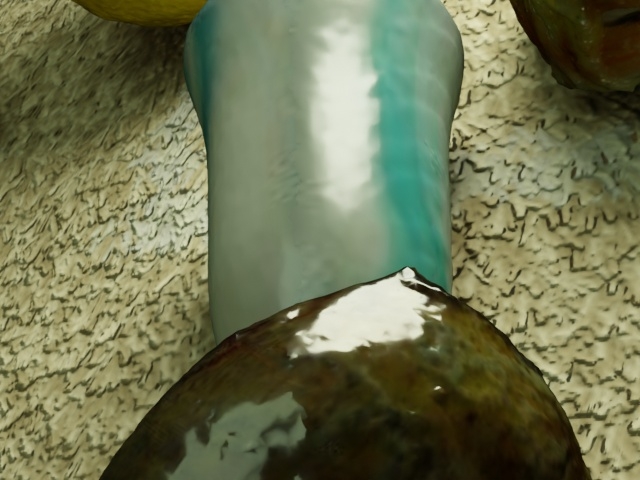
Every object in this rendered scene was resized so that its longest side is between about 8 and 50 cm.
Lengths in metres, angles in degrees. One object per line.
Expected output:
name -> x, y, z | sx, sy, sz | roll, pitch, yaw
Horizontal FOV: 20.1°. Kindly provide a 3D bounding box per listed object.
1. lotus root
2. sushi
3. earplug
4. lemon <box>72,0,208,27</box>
lotus root -> 0.000, 0.168, 0.878 | 0.314, 0.210, 0.142 | -53, 27, -4
sushi -> 0.199, -0.207, 1.177 | 0.184, 0.139, 0.274 | -29, 36, 3
earplug -> 0.000, 0.000, 1.078 | 0.185, 0.185, 0.324 | -19, 44, 20
lemon -> -0.116, -0.292, 1.429 | 0.267, 0.267, 0.267 | -21, 38, 17
